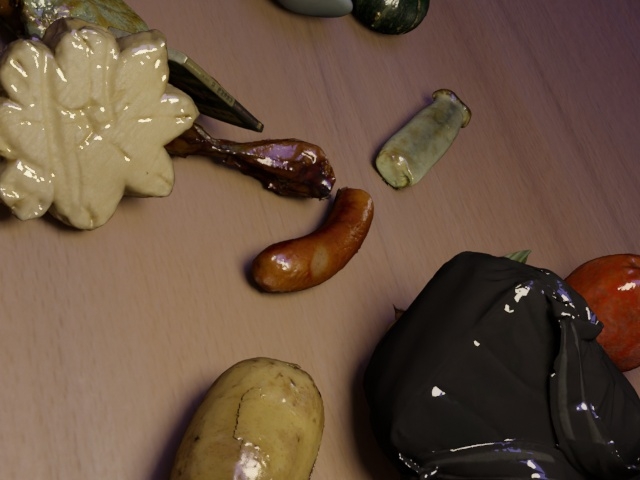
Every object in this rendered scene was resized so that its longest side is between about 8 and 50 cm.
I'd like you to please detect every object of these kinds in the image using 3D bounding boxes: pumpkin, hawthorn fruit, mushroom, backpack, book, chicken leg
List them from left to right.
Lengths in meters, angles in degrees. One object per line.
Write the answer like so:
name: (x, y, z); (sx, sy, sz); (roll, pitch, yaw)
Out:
book: (-0.196, -0.232, 1.265); (0.160, 0.024, 0.228); (23, -8, 29)
chicken leg: (-0.107, -0.134, 1.341); (0.305, 0.113, 0.093); (14, 84, -31)
pumpkin: (0.145, -0.520, 1.819); (0.190, 0.146, 0.190); (35, 20, -15)
mushroom: (0.204, -0.200, 1.671); (0.100, 0.081, 0.312); (42, 46, 0)
backpack: (0.294, 0.250, 1.226); (0.446, 0.363, 0.255); (38, -1, -23)
hawthorn fruit: (0.554, 0.117, 1.566); (0.211, 0.262, 0.210); (23, 43, -24)

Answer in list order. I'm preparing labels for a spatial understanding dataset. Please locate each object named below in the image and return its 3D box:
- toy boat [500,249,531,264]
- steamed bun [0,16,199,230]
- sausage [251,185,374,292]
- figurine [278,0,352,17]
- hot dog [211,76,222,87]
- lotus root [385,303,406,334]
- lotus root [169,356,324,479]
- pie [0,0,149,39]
toy boat: (0.315, 0.107, 1.515); (0.055, 0.093, 0.293); (21, 40, 11)
steamed bun: (-0.309, -0.158, 1.124); (0.292, 0.295, 0.137); (31, -1, -40)
sausage: (0.003, 0.004, 1.348); (0.103, 0.076, 0.302); (41, 40, 6)
figurine: (0.059, -0.575, 1.685); (0.382, 0.225, 0.205); (-38, 128, -20)
hot dog: (-0.191, -0.245, 1.414); (0.083, 0.035, 0.058); (46, 35, 0)
lotus root: (0.136, 0.170, 1.331); (0.073, 0.062, 0.150); (10, 64, -31)
lotus root: (-0.087, 0.261, 1.025); (0.160, 0.146, 0.284); (20, 38, 0)
pie: (-0.376, -0.344, 1.295); (0.274, 0.105, 0.257); (43, 33, -4)
